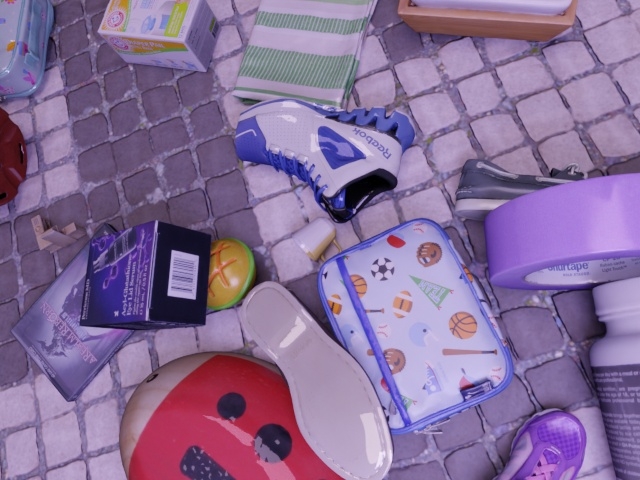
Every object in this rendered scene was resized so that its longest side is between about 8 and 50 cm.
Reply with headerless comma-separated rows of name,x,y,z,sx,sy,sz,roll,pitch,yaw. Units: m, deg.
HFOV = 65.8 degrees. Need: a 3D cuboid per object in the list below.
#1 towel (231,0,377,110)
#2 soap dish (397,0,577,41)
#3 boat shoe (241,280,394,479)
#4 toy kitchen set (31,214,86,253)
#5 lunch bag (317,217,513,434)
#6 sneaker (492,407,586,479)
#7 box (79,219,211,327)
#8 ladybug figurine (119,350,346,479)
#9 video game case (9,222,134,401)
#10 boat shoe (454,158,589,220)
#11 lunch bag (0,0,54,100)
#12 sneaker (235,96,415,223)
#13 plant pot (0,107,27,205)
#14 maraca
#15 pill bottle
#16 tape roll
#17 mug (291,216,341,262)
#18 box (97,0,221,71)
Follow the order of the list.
towel,-0.027,-0.409,0.978,0.247,0.038,0.325,11,78,15
soap dish,0.304,-0.475,0.882,0.290,0.118,0.229,11,78,15
boat shoe,0.001,0.194,0.709,0.116,0.097,0.324,-43,57,1
toy kitchen set,-0.523,-0.031,0.966,0.083,0.068,0.075,-28,72,3
lunch bag,0.135,0.137,0.762,0.243,0.115,0.304,-24,71,7
sneaker,0.287,0.338,0.679,0.095,0.104,0.236,39,85,20
box,-0.285,0.065,0.804,0.207,0.108,0.153,-12,71,37
ladybug figurine,-0.120,0.339,0.734,0.449,0.162,0.305,23,81,16
video game case,-0.432,0.129,0.929,0.196,0.026,0.274,39,85,18
boat shoe,0.374,-0.080,0.766,0.319,0.116,0.099,3,80,18
lunch bag,-0.716,-0.443,1.095,0.223,0.108,0.279,-2,77,6
sneaker,-0.003,-0.131,0.839,0.315,0.127,0.182,4,65,12
plant pot,-0.760,-0.169,0.967,0.264,0.272,0.273,3,76,4
maraca,-0.185,0.055,0.861,0.185,0.099,0.127,5,71,38
pill bottle,0.458,0.209,0.638,0.176,0.176,0.319,-8,74,10
tape roll,0.365,0.002,0.661,0.274,0.275,0.090,-4,75,11
mug,-0.003,-0.003,0.863,0.064,0.078,0.062,-44,39,-11
box,-0.327,-0.431,1.011,0.203,0.103,0.114,12,78,15
